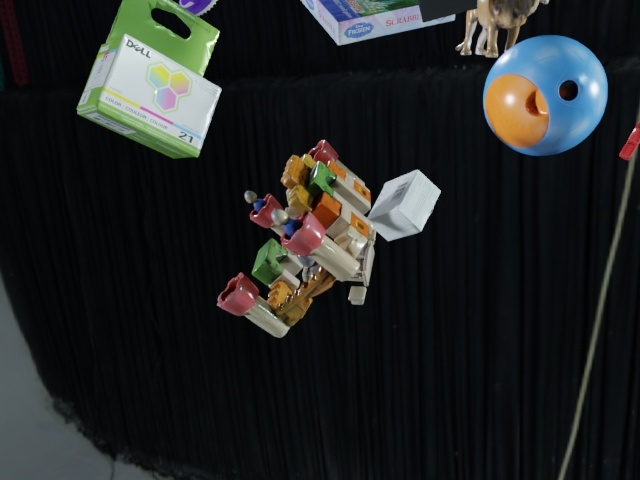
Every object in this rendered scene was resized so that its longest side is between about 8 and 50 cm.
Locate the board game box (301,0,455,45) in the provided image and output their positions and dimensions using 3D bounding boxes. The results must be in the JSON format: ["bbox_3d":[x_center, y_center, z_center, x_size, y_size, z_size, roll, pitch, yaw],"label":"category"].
[{"bbox_3d":[0.131,-0.630,1.623,0.318,0.066,0.318,-17,48,-14],"label":"board game box"}]

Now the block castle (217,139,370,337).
[{"bbox_3d":[-0.066,-0.031,1.447,0.303,0.213,0.453,-42,19,26],"label":"block castle"}]

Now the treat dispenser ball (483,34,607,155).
[{"bbox_3d":[0.547,-0.353,1.551,0.288,0.288,0.288,-5,18,1],"label":"treat dispenser ball"}]

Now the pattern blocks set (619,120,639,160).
[{"bbox_3d":[0.604,-0.305,1.024,0.026,0.325,0.285,33,60,20],"label":"pattern blocks set"}]

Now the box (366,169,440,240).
[{"bbox_3d":[0.273,-0.113,2.099,0.182,0.119,0.181,-20,35,56],"label":"box"}]

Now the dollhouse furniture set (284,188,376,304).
[{"bbox_3d":[0.000,0.000,1.895,0.303,0.174,0.355,1,44,13],"label":"dollhouse furniture set"}]

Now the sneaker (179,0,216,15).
[{"bbox_3d":[-0.324,-0.774,1.788,0.102,0.293,0.146,51,16,22],"label":"sneaker"}]

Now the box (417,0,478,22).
[{"bbox_3d":[0.176,-0.515,1.001,0.103,0.261,0.184,-12,-13,14],"label":"box"}]

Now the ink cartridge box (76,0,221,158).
[{"bbox_3d":[-0.262,-0.290,1.057,0.189,0.255,0.097,24,-10,-37],"label":"ink cartridge box"}]

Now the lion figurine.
[{"bbox_3d":[0.481,-0.636,1.763,0.142,0.240,0.392,-4,18,-18],"label":"lion figurine"}]
